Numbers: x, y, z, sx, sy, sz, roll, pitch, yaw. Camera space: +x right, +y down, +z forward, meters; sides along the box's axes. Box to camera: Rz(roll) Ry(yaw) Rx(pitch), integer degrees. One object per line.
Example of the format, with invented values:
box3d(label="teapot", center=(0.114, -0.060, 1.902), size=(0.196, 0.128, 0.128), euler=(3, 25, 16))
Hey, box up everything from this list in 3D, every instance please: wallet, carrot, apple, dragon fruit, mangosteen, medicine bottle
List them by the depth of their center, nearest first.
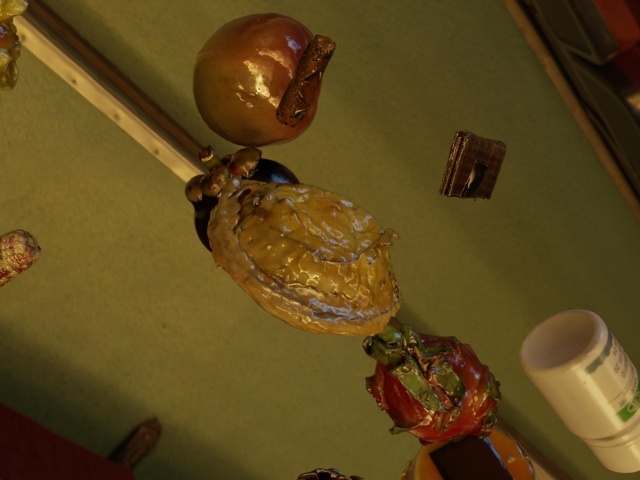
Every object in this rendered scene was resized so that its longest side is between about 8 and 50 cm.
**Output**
box3d(label="medicine bottle", center=(0.413, 0.227, 1.083), size=(0.139, 0.139, 0.237), euler=(-41, 108, -1))
box3d(label="dragon fruit", center=(0.175, 0.221, 1.120), size=(0.269, 0.200, 0.198), euler=(65, 43, -56))
box3d(label="wallet", center=(0.289, -0.136, 1.360), size=(0.230, 0.042, 0.124), euler=(-5, 112, -61))
box3d(label="carrot", center=(-0.034, -0.341, 1.564), size=(0.069, 0.068, 0.228), euler=(7, 136, -26))
box3d(label="mangosteen", center=(-0.187, -0.097, 1.716), size=(0.275, 0.275, 0.302), euler=(-37, 114, -4))
box3d(label="apple", center=(-0.162, -0.408, 1.849), size=(0.305, 0.338, 0.338), euler=(5, 118, 18))

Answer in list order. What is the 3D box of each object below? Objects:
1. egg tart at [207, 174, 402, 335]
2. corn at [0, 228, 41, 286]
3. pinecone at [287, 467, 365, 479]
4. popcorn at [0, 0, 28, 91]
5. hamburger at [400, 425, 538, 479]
box3d(label="egg tart", center=(0.000, 0.000, 0.900), size=(0.291, 0.290, 0.107), euler=(15, 121, -28))
box3d(label="corn", center=(-0.671, 0.069, 1.432), size=(0.253, 0.086, 0.086), euler=(-33, 123, 3))
box3d(label="pinecone", center=(0.008, 0.295, 0.719), size=(0.140, 0.140, 0.120), euler=(-21, 161, -13))
box3d(label="popcorn", center=(-0.571, -0.320, 1.155), size=(0.217, 0.181, 0.234), euler=(-7, 86, -16))
box3d(label="hamburger", center=(0.310, 0.517, 1.499), size=(0.294, 0.276, 0.179), euler=(-28, 147, -12))
